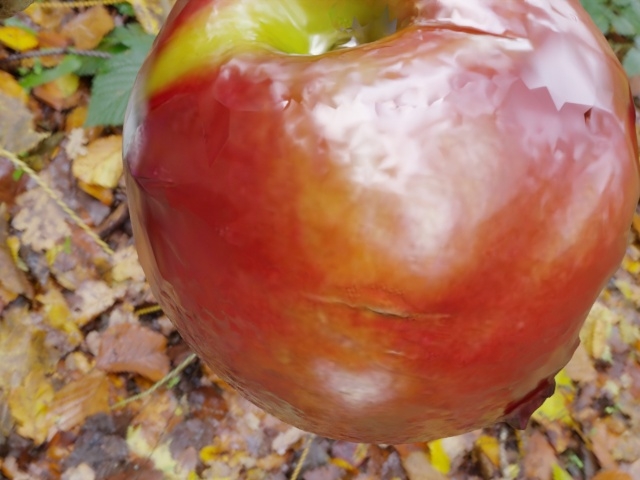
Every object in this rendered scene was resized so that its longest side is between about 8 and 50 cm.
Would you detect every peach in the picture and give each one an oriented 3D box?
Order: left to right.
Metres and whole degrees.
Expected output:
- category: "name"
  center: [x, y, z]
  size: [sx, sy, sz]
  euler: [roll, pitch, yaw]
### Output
- category: "peach"
  center: [0.034, -0.009, 0.490]
  size: [0.338, 0.281, 0.281]
  euler: [68, 1, -52]

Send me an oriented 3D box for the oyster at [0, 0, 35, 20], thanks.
- category: "oyster"
  center: [-0.195, -0.215, 0.325]
  size: [0.128, 0.345, 0.079]
  euler: [-9, 53, -7]
